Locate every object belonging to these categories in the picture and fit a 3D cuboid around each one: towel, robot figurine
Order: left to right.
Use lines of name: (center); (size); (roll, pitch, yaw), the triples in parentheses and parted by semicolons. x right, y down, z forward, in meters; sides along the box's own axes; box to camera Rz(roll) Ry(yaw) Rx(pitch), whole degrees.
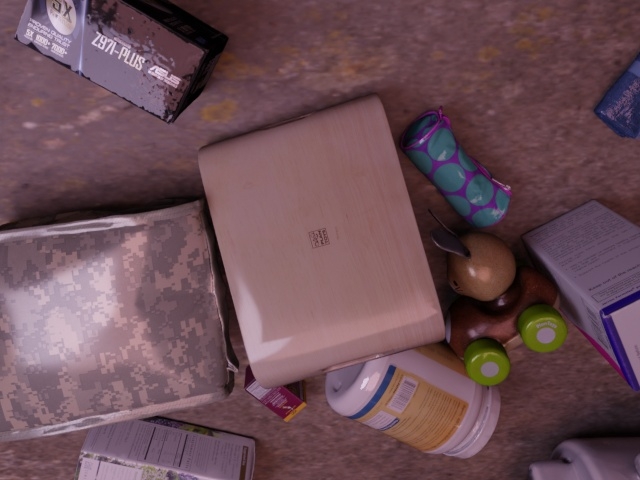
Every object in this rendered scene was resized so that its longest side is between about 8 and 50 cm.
towel: (0.393, -0.186, 0.682); (0.067, 0.029, 0.119); (32, 107, -14)
robot figurine: (0.479, 0.392, 0.828); (0.353, 0.200, 0.300); (1, 135, -4)

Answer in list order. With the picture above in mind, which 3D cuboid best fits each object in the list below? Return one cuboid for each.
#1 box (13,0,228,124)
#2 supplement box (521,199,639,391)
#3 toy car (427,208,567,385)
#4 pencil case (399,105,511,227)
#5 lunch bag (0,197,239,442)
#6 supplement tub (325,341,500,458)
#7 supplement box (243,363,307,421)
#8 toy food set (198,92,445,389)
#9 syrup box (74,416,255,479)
box: (-0.180, -0.200, 0.558); (0.147, 0.180, 0.078); (28, 109, -13)
supplement box: (0.347, 0.052, 0.673); (0.113, 0.220, 0.111); (-29, 111, 7)
toy car: (0.186, 0.048, 0.697); (0.149, 0.155, 0.188); (-37, 104, 17)
pencil case: (0.167, -0.086, 0.688); (0.151, 0.065, 0.070); (42, 124, -19)
lunch bag: (-0.245, 0.080, 0.658); (0.286, 0.169, 0.236); (-7, 98, 1)
supplement tub: (0.122, 0.196, 0.757); (0.199, 0.144, 0.144); (28, 108, -14)
supplement box: (-0.063, 0.206, 0.798); (0.043, 0.055, 0.083); (-43, 107, 13)
toy food set: (0.000, 0.000, 0.663); (0.219, 0.092, 0.307); (-16, 86, 3)
syrup box: (-0.220, 0.328, 0.815); (0.236, 0.096, 0.093); (16, 112, -10)
